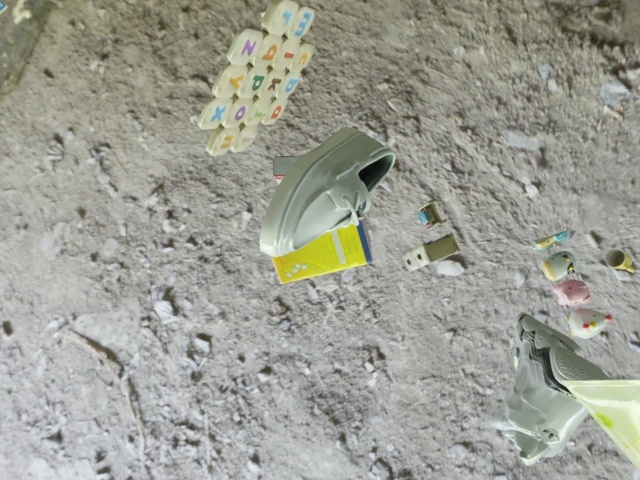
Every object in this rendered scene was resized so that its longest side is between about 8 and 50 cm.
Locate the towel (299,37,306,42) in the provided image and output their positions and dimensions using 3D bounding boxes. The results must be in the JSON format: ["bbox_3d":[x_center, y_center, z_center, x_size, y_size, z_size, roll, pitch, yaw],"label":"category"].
[{"bbox_3d":[-0.062,-0.479,1.268,0.060,0.083,0.009,15,99,-2],"label":"towel"}]

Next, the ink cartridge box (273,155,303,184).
[{"bbox_3d":[-0.085,-0.229,1.814,0.127,0.175,0.072,-1,80,4],"label":"ink cartridge box"}]

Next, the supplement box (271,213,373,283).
[{"bbox_3d":[0.000,0.000,1.980,0.356,0.194,0.195,-14,116,9],"label":"supplement box"}]

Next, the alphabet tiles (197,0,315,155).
[{"bbox_3d":[-0.105,-0.273,0.908,0.021,0.278,0.284,36,115,10],"label":"alphabet tiles"}]

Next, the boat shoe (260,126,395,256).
[{"bbox_3d":[0.014,-0.040,0.458,0.063,0.184,0.066,22,125,16],"label":"boat shoe"}]

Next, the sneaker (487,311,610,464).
[{"bbox_3d":[0.419,0.281,1.047,0.137,0.366,0.210,30,101,2],"label":"sneaker"}]

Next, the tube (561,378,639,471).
[{"bbox_3d":[0.379,0.237,0.602,0.070,0.062,0.240,-38,105,14],"label":"tube"}]

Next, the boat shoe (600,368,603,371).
[{"bbox_3d":[0.565,0.299,1.185,0.137,0.043,0.049,-13,76,42],"label":"boat shoe"}]

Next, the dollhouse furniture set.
[{"bbox_3d":[0.330,-0.016,1.705,0.129,0.129,0.183,-37,74,61],"label":"dollhouse furniture set"}]

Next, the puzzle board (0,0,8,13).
[{"bbox_3d":[-0.489,-0.323,0.679,0.096,0.128,0.011,-40,31,4],"label":"puzzle board"}]

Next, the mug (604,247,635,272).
[{"bbox_3d":[0.917,0.067,1.615,0.062,0.064,0.078,-29,53,48],"label":"mug"}]

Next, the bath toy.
[{"bbox_3d":[0.789,0.143,1.654,0.129,0.151,0.348,-27,87,52],"label":"bath toy"}]
